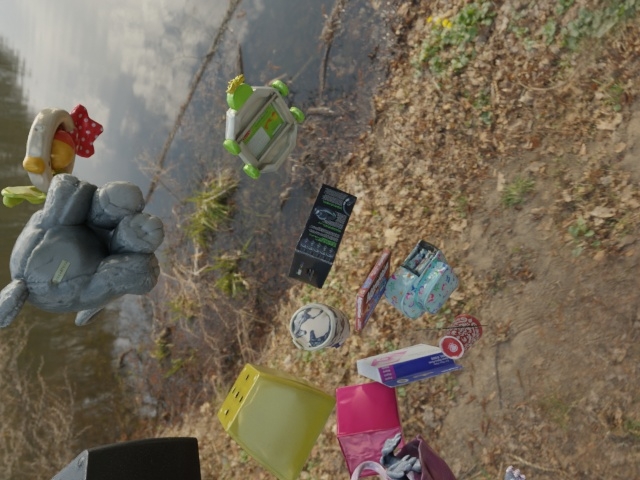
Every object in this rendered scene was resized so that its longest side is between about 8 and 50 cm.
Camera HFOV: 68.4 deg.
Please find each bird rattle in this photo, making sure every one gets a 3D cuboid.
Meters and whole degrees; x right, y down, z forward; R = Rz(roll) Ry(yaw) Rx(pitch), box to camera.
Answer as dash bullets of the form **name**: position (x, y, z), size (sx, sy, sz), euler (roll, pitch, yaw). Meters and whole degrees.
- **bird rattle**: position (-0.505, -0.170, 0.920), size (0.207, 0.143, 0.253), euler (133, 153, -66)

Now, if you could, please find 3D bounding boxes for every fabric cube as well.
- **fabric cube**: position (0.212, 0.768, 1.926), size (0.254, 0.258, 0.259), euler (-12, 116, 6)

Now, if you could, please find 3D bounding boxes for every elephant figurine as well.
- **elephant figurine**: position (-0.285, 0.025, 0.601), size (0.239, 0.186, 0.169), euler (156, 114, -63)

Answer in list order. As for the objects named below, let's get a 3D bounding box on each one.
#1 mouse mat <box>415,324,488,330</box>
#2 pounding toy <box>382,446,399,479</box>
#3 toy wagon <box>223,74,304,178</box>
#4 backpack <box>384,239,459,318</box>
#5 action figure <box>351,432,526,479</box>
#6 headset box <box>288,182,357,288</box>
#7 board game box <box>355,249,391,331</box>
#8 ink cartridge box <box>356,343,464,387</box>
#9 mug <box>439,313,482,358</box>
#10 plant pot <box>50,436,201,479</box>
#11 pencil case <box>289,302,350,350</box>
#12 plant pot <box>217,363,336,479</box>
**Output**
- **mouse mat**: position (0.394, 0.262, 1.410), size (0.153, 0.190, 0.007), euler (-14, 73, 40)
- **pounding toy**: position (0.257, 0.701, 1.386), size (0.206, 0.094, 0.181), euler (-97, 29, -58)
- **toy wagon**: position (-0.190, -0.366, 1.445), size (0.068, 0.344, 0.267), euler (26, 74, 36)
- **backpack**: position (0.359, 0.158, 1.689), size (0.253, 0.225, 0.191), euler (-46, 50, -4)
- **action figure**: position (0.246, 0.539, 0.839), size (0.370, 0.248, 0.276), euler (46, 119, 4)
- **headset box**: position (0.000, 0.000, 1.591), size (0.131, 0.283, 0.246), euler (21, 153, 0)
- **board game box**: position (0.180, 0.161, 1.574), size (0.027, 0.281, 0.145), euler (12, 124, 22)
- **ink cartridge box**: position (0.351, 0.495, 1.899), size (0.330, 0.324, 0.071), euler (154, 106, -72)
- **mug**: position (0.511, 0.371, 1.724), size (0.113, 0.169, 0.150), euler (8, 110, 35)
- **plant pot**: position (-0.288, 0.392, 0.657), size (0.188, 0.167, 0.187), euler (-41, 42, 16)
- **pencil case**: position (0.005, 0.332, 1.766), size (0.160, 0.410, 0.183), euler (29, 86, 16)
- **plant pot**: position (-0.121, 0.409, 1.124), size (0.212, 0.187, 0.212), euler (-59, 16, -15)
